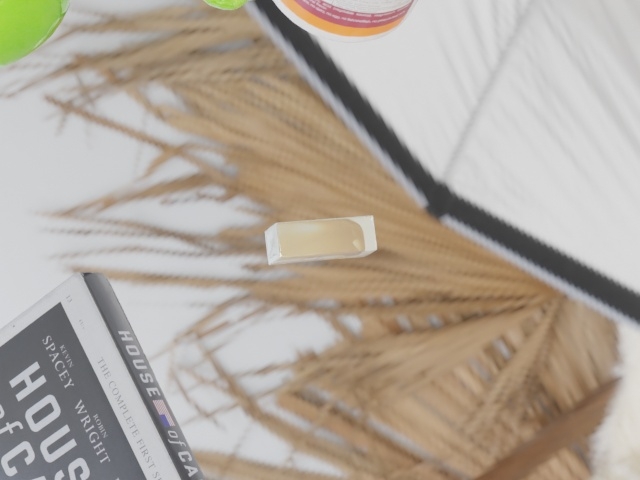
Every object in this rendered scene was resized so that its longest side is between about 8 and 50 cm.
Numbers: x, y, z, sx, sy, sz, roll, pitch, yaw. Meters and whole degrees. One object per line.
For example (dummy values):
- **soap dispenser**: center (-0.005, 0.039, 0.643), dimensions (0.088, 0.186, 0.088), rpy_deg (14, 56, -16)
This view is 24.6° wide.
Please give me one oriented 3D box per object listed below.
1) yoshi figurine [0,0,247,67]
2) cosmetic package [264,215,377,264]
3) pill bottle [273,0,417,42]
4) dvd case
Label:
- **yoshi figurine**: center (-0.124, -0.153, 0.671), dimensions (0.203, 0.203, 0.362), rpy_deg (-46, 27, -15)
- **cosmetic package**: center (0.000, 0.000, 1.653), dimensions (0.115, 0.041, 0.060), rpy_deg (-5, -8, -15)
- **pill bottle**: center (0.041, -0.239, 0.982), dimensions (0.121, 0.121, 0.221), rpy_deg (-33, -13, -29)
- **dvd case**: center (-0.165, 0.153, 0.755), dimensions (0.239, 0.179, 0.029), rpy_deg (-36, -19, 21)
